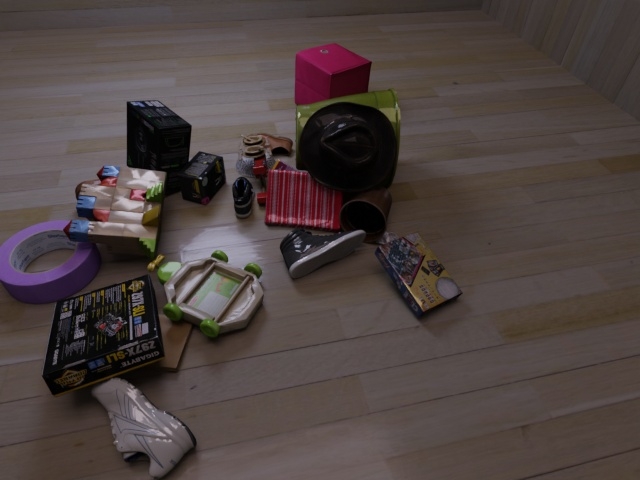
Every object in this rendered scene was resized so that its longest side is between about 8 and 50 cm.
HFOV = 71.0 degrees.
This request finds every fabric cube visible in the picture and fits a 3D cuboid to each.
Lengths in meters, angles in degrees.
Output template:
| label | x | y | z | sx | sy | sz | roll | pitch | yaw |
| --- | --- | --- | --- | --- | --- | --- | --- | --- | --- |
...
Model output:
| label | x | y | z | sx | sy | sz | roll | pitch | yaw |
| --- | --- | --- | --- | --- | --- | --- | --- | --- | --- |
| fabric cube | 0.053 | -0.745 | 2.123 | 0.254 | 0.259 | 0.258 | -27 | 52 | -28 |

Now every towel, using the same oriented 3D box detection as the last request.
| label | x | y | z | sx | sy | sz | roll | pitch | yaw |
| --- | --- | --- | --- | --- | --- | --- | --- | --- | --- |
| towel | -0.055 | -0.141 | 1.573 | 0.275 | 0.198 | 0.031 | 6 | 3 | 4 |

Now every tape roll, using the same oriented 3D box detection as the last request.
| label | x | y | z | sx | sy | sz | roll | pitch | yaw |
| --- | --- | --- | --- | --- | --- | --- | --- | --- | --- |
| tape roll | -0.834 | 0.061 | 1.382 | 0.275 | 0.090 | 0.274 | 1 | 45 | -1 |

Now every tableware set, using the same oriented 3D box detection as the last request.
| label | x | y | z | sx | sy | sz | roll | pitch | yaw |
| --- | --- | --- | --- | --- | --- | --- | --- | --- | --- |
| tableware set | -0.263 | -0.375 | 1.757 | 0.128 | 0.039 | 0.194 | -10 | 34 | -5 |

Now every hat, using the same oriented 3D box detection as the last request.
| label | x | y | z | sx | sy | sz | roll | pitch | yaw |
| --- | --- | --- | --- | --- | --- | --- | --- | --- | --- |
| hat | 0.086 | -0.304 | 1.463 | 0.332 | 0.331 | 0.134 | 8 | 10 | 5 |

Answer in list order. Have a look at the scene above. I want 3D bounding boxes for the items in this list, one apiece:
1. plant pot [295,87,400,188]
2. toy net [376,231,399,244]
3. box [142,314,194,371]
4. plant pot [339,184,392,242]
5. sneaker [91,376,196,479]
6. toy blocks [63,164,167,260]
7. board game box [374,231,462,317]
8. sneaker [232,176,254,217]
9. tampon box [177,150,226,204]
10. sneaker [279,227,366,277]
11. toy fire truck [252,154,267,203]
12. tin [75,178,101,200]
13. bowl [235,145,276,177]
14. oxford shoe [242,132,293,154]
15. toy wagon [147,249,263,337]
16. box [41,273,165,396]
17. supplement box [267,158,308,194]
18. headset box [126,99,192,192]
| label | x | y | z | sx | sy | sz | roll | pitch | yaw |
| --- | --- | --- | --- | --- | --- | --- | --- | --- | --- |
| plant pot | 0.082 | -0.381 | 1.674 | 0.353 | 0.366 | 0.366 | 1 | 45 | -3 |
| toy net | 0.258 | 0.037 | 1.491 | 0.122 | 0.045 | 0.232 | -5 | 45 | -8 |
| box | -0.466 | 0.273 | 1.232 | 0.201 | 0.021 | 0.164 | 6 | 44 | 2 |
| plant pot | 0.169 | -0.107 | 1.562 | 0.167 | 0.166 | 0.165 | 16 | 39 | 13 |
| sneaker | -0.431 | 0.421 | 1.029 | 0.297 | 0.111 | 0.129 | 25 | 54 | 22 |
| toy blocks | -0.647 | -0.102 | 1.439 | 0.261 | 0.190 | 0.381 | 5 | 52 | -16 |
| board game box | 0.299 | 0.098 | 1.382 | 0.165 | 0.042 | 0.243 | -19 | 63 | -27 |
| sneaker | -0.283 | -0.196 | 1.646 | 0.079 | 0.121 | 0.216 | -4 | 45 | -8 |
| tampon box | -0.440 | -0.235 | 1.678 | 0.102 | 0.120 | 0.161 | 15 | 46 | 13 |
| sneaker | 0.000 | 0.000 | 1.472 | 0.296 | 0.104 | 0.147 | -25 | 56 | -20 |
| toy fire truck | -0.222 | -0.236 | 1.700 | 0.047 | 0.135 | 0.192 | -7 | 31 | -1 |
| tin | -0.775 | -0.174 | 1.610 | 0.190 | 0.106 | 0.040 | -14 | 47 | -16 |
| bowl | -0.263 | -0.335 | 1.818 | 0.170 | 0.080 | 0.170 | 1 | 45 | -1 |
| oxford shoe | -0.226 | -0.401 | 1.895 | 0.213 | 0.076 | 0.076 | 4 | 53 | 1 |
| toy wagon | -0.345 | 0.137 | 1.323 | 0.345 | 0.068 | 0.267 | 20 | 42 | 11 |
| box | -0.555 | 0.227 | 1.166 | 0.257 | 0.079 | 0.322 | -16 | 30 | -18 |
| supplement box | -0.088 | -0.216 | 1.673 | 0.188 | 0.104 | 0.080 | 34 | 96 | 28 |
| headset box | -0.611 | -0.343 | 1.678 | 0.131 | 0.283 | 0.246 | -20 | 48 | -42 |
